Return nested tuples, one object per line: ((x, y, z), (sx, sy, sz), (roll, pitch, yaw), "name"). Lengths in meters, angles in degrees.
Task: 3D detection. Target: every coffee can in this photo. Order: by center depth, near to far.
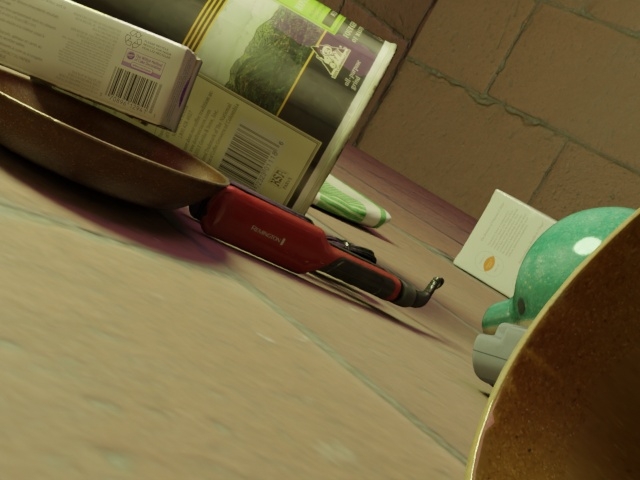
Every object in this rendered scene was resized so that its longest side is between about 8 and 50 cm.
((-0.096, -0.161, 0.961), (0.275, 0.201, 0.201), (29, 7, -4), "coffee can")

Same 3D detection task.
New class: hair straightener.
((0.000, 0.000, 0.816), (0.230, 0.047, 0.089), (19, 11, -28), "hair straightener")

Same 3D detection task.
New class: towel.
((-0.083, -0.113, 1.322), (0.325, 0.038, 0.248), (24, 10, -36), "towel")

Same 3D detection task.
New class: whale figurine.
((0.256, 0.046, 0.988), (0.216, 0.141, 0.272), (-8, -5, -4), "whale figurine")

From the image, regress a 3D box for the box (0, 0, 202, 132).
((-0.251, -0.171, 0.788), (0.324, 0.067, 0.063), (21, 1, 3), "box")

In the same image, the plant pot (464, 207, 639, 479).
((0.225, 0.111, 0.382), (0.254, 0.237, 0.237), (42, 4, -14), "plant pot")

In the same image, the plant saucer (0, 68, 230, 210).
((-0.158, -0.066, 0.695), (0.199, 0.036, 0.198), (25, 7, -3), "plant saucer")

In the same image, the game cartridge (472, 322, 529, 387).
((0.276, 0.115, 0.746), (0.294, 0.060, 0.196), (12, -4, -38), "game cartridge")

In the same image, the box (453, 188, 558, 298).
((0.307, 0.024, 1.510), (0.170, 0.130, 0.091), (33, 9, 23), "box")
